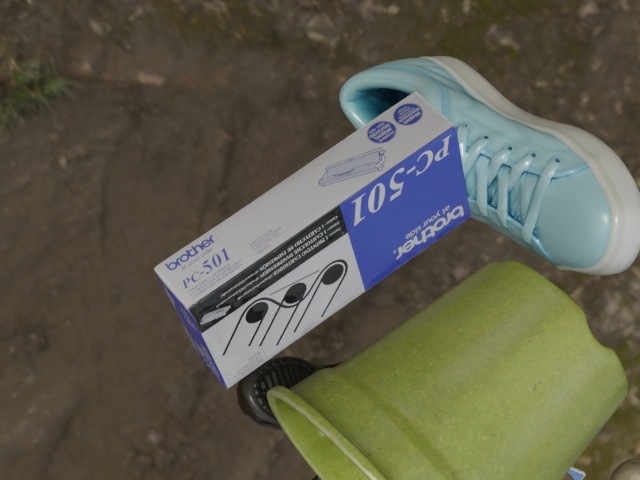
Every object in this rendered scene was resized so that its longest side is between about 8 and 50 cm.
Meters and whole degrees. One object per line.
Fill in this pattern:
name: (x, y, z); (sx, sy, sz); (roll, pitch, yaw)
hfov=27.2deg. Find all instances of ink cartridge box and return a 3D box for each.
ink cartridge box: (0.000, 0.000, 0.858); (0.207, 0.046, 0.097); (-35, 143, -13)

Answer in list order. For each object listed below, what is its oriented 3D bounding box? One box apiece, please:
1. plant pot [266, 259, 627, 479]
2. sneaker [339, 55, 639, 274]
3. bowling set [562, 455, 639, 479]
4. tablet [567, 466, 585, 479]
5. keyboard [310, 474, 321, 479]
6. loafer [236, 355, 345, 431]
plant pot: (0.134, 0.161, 1.224); (0.254, 0.276, 0.276); (-41, 136, -14)
sneaker: (0.144, -0.066, 1.264); (0.150, 0.366, 0.135); (-10, 121, -31)
bowling set: (0.350, 0.308, 1.356); (0.287, 0.200, 0.154); (-12, 173, 21)
tablet: (0.303, 0.321, 1.725); (0.054, 0.006, 0.083); (23, 125, -9)
keyboard: (0.024, 0.289, 1.591); (0.317, 0.033, 0.201); (-44, 158, 11)
loafer: (-0.025, 0.177, 1.452); (0.078, 0.080, 0.220); (-25, 161, 30)
